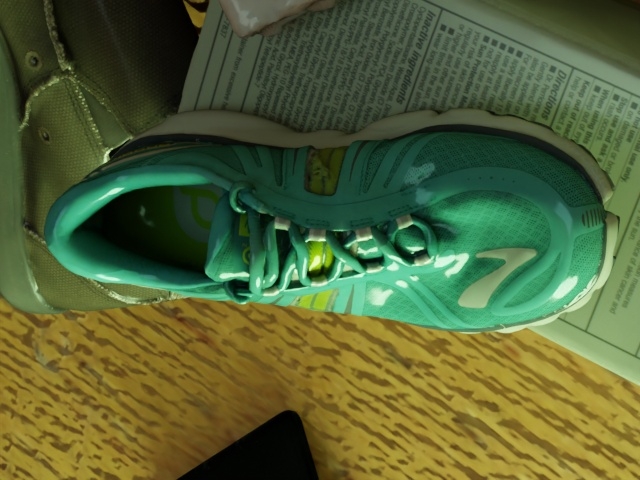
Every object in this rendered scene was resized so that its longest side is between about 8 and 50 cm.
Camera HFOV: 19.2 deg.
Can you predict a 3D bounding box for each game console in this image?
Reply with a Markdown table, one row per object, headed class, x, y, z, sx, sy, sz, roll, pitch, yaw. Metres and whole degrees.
| class | x | y | z | sx | sy | sz | roll | pitch | yaw |
| --- | --- | --- | --- | --- | --- | --- | --- | --- | --- |
| game console | -0.026 | 0.177 | 1.113 | 0.122 | 0.071 | 0.107 | -35 | 115 | 31 |

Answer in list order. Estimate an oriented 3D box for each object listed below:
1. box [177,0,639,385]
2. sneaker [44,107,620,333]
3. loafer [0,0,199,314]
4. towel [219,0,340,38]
| class | x | y | z | sx | sy | sz | roll | pitch | yaw |
| --- | --- | --- | --- | --- | --- | --- | --- | --- | --- |
| box | 0.097 | -0.054 | 0.927 | 0.311 | 0.121 | 0.148 | 29 | 114 | 19 |
| sneaker | 0.000 | 0.000 | 0.860 | 0.275 | 0.110 | 0.107 | 1 | 105 | 29 |
| loafer | -0.110 | -0.118 | 1.007 | 0.130 | 0.134 | 0.366 | 11 | 127 | 18 |
| towel | 0.045 | -0.293 | 0.826 | 0.317 | 0.053 | 0.331 | -18 | 86 | 25 |
